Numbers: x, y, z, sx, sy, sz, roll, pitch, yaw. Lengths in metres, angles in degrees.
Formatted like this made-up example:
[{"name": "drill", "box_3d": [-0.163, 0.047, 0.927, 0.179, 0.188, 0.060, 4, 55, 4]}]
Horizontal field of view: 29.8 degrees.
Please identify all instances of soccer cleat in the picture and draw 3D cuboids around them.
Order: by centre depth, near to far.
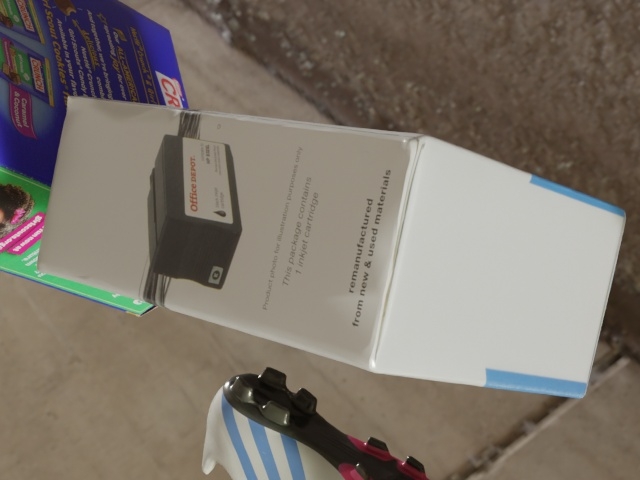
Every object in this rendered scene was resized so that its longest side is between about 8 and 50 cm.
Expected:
[{"name": "soccer cleat", "box_3d": [0.012, 0.262, 1.212, 0.331, 0.116, 0.143, 34, 115, 30]}]

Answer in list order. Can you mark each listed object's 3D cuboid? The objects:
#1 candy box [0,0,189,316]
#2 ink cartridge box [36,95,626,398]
[{"name": "candy box", "box_3d": [-0.241, -0.108, 1.010, 0.317, 0.122, 0.268, 24, -139, -51]}, {"name": "ink cartridge box", "box_3d": [0.000, 0.000, 0.779, 0.307, 0.129, 0.223, 12, 180, 43]}]
